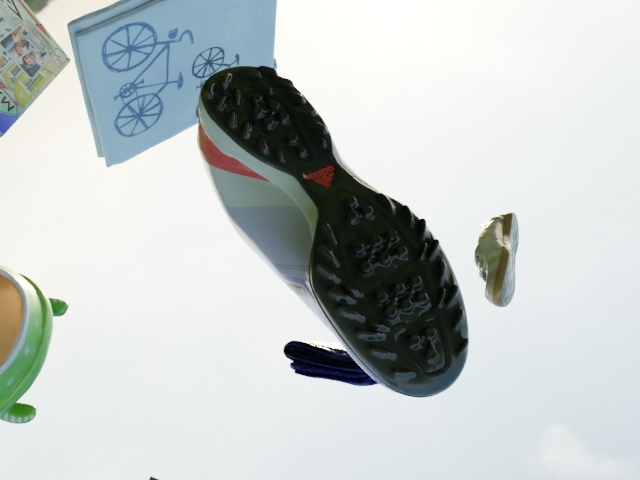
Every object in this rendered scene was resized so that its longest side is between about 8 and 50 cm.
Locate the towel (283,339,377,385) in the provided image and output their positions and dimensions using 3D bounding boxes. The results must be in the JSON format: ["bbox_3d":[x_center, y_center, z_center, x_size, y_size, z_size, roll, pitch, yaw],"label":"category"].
[{"bbox_3d":[0.092,0.256,1.702,0.227,0.308,0.076,8,-94,31],"label":"towel"}]

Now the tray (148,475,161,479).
[{"bbox_3d":[-0.253,0.581,1.516,0.076,0.202,0.411,-71,-177,-46],"label":"tray"}]

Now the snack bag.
[{"bbox_3d":[-0.204,-0.279,1.290,0.342,0.037,0.323,-30,158,-19],"label":"snack bag"}]

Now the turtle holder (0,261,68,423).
[{"bbox_3d":[-0.527,0.117,1.139,0.320,0.227,0.243,16,-107,35],"label":"turtle holder"}]

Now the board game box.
[{"bbox_3d":[-0.502,-0.314,1.153,0.046,0.317,0.213,-19,-147,29],"label":"board game box"}]

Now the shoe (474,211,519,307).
[{"bbox_3d":[0.253,0.028,1.236,0.058,0.077,0.219,-2,-152,18],"label":"shoe"}]

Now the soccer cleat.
[{"bbox_3d":[0.000,0.000,0.669,0.108,0.318,0.116,-23,151,-28],"label":"soccer cleat"}]
